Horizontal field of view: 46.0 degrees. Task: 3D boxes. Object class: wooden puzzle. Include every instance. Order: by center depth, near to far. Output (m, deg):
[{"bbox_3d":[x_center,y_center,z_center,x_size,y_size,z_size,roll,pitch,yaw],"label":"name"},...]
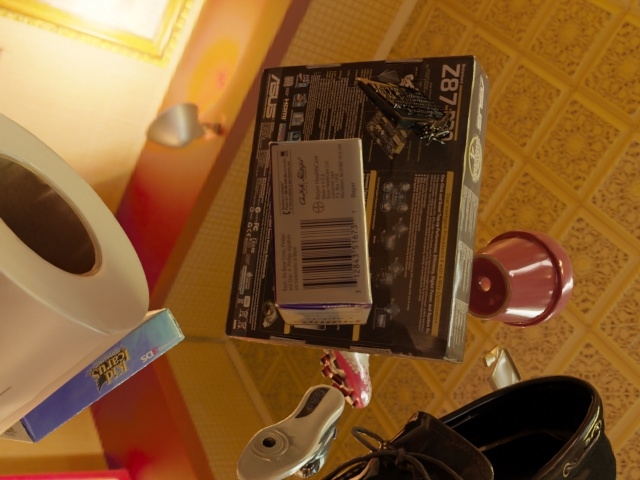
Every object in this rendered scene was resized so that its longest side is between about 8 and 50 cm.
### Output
[{"bbox_3d":[0.275,0.207,1.133,0.014,0.078,0.116,-11,-70,42],"label":"wooden puzzle"}]

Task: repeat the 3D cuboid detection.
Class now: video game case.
[{"bbox_3d":[-0.382,0.201,1.157,0.244,0.270,0.061,-11,-72,48],"label":"video game case"}]

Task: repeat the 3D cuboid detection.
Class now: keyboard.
[{"bbox_3d":[0.116,-0.155,0.862,0.038,0.192,0.100,-45,-102,25],"label":"keyboard"}]

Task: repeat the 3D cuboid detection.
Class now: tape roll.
[{"bbox_3d":[-0.288,0.026,0.625,0.169,0.246,0.246,-37,-130,9],"label":"tape roll"}]

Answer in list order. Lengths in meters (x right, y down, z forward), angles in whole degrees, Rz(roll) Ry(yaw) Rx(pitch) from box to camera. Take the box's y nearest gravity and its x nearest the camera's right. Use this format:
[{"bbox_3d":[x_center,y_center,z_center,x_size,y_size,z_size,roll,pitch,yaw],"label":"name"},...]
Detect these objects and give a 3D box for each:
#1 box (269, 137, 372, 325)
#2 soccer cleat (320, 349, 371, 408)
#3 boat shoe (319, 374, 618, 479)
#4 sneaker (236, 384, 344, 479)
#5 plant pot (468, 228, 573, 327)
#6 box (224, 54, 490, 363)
[{"bbox_3d":[0.000,0.000,0.604,0.137,0.072,0.126,84,4,-77],"label":"box"},{"bbox_3d":[0.060,0.186,1.461,0.116,0.143,0.331,29,-33,51],"label":"soccer cleat"},{"bbox_3d":[0.104,0.261,0.768,0.187,0.501,0.155,34,-48,55],"label":"boat shoe"},{"bbox_3d":[-0.038,0.309,1.068,0.079,0.217,0.121,25,-56,26],"label":"sneaker"},{"bbox_3d":[0.370,0.082,1.500,0.201,0.180,0.201,6,-81,45],"label":"plant pot"},{"bbox_3d":[0.048,-0.046,1.022,0.319,0.097,0.394,1,-101,27],"label":"box"}]
